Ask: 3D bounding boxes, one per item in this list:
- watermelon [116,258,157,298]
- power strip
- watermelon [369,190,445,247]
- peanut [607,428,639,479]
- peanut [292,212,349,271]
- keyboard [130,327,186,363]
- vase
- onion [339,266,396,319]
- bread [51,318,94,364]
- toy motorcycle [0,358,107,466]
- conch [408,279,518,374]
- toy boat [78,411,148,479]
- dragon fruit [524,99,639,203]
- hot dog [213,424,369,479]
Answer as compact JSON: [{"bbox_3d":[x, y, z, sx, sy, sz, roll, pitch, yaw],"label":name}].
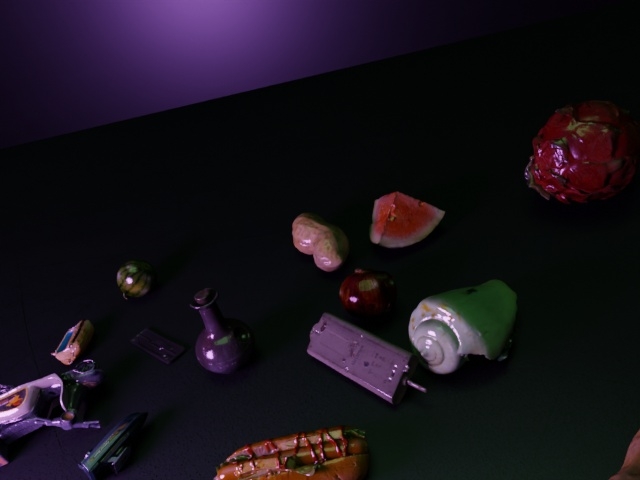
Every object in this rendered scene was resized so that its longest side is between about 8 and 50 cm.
[{"bbox_3d":[-0.470,0.097,1.363,0.108,0.109,0.109,-11,33,7],"label":"watermelon"},{"bbox_3d":[0.083,0.215,0.972,0.267,0.034,0.092,20,83,43],"label":"power strip"},{"bbox_3d":[0.188,-0.035,1.300,0.192,0.137,0.146,10,76,34],"label":"watermelon"},{"bbox_3d":[0.438,0.300,0.660,0.274,0.111,0.125,-34,41,-27],"label":"peanut"},{"bbox_3d":[0.000,0.000,1.315,0.229,0.098,0.103,37,100,52],"label":"peanut"},{"bbox_3d":[-0.363,0.233,1.190,0.155,0.010,0.053,15,42,39],"label":"keyboard"},{"bbox_3d":[-0.202,0.175,1.050,0.120,0.183,0.120,-12,33,8],"label":"vase"},{"bbox_3d":[0.094,0.108,1.094,0.117,0.119,0.119,-22,25,35],"label":"onion"},{"bbox_3d":[-0.565,0.235,1.236,0.072,0.053,0.106,-34,27,14],"label":"bread"},{"bbox_3d":[-0.548,0.333,1.049,0.262,0.091,0.157,-23,41,-8],"label":"toy motorcycle"},{"bbox_3d":[0.274,0.155,0.967,0.250,0.137,0.143,-9,0,-25],"label":"conch"},{"bbox_3d":[-0.359,0.360,0.953,0.060,0.055,0.141,25,46,16],"label":"toy boat"},{"bbox_3d":[0.615,-0.209,1.238,0.298,0.245,0.244,-28,34,-23],"label":"dragon fruit"},{"bbox_3d":[-0.048,0.345,0.830,0.250,0.076,0.104,-10,34,4],"label":"hot dog"}]
